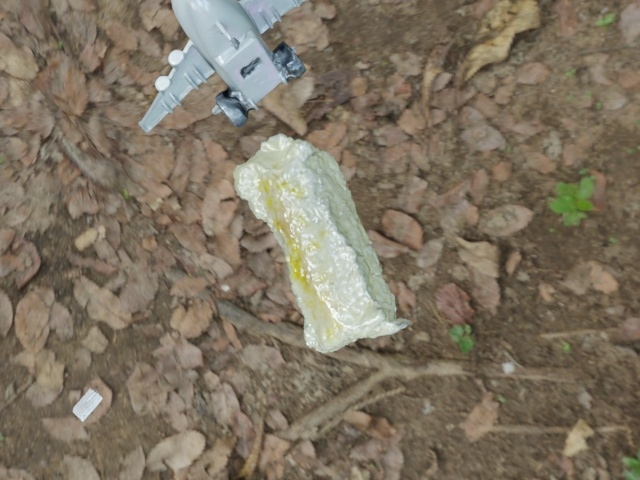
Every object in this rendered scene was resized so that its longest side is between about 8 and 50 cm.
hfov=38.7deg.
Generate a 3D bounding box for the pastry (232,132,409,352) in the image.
[{"bbox_3d":[-0.004,0.004,1.036,0.121,0.089,0.258,-29,81,19],"label":"pastry"}]

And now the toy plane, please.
[{"bbox_3d":[-0.083,-0.189,0.891,0.251,0.255,0.101,-39,79,1],"label":"toy plane"}]

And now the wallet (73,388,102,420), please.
[{"bbox_3d":[-0.333,0.235,1.305,0.011,0.083,0.044,42,73,-16],"label":"wallet"}]
